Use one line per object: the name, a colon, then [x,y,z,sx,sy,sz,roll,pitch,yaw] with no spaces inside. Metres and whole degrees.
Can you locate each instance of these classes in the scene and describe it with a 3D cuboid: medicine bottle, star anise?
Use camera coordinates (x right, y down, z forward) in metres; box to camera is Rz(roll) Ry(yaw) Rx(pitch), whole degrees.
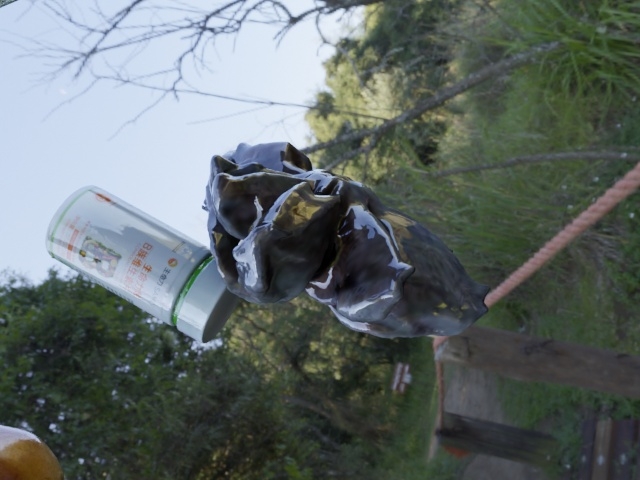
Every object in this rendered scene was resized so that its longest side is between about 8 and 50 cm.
medicine bottle: [-0.171,0.022,0.607,0.086,0.184,0.086,-60,-9,-15]
star anise: [0.000,0.000,0.570,0.139,0.316,0.359,-58,-14,16]

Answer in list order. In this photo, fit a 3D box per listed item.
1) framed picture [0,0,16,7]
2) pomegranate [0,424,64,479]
framed picture: [-0.130,-0.254,0.417,0.010,0.173,0.231,47,-129,-44]
pomegranate: [-0.539,0.410,0.899,0.319,0.320,0.318,13,-90,-80]
